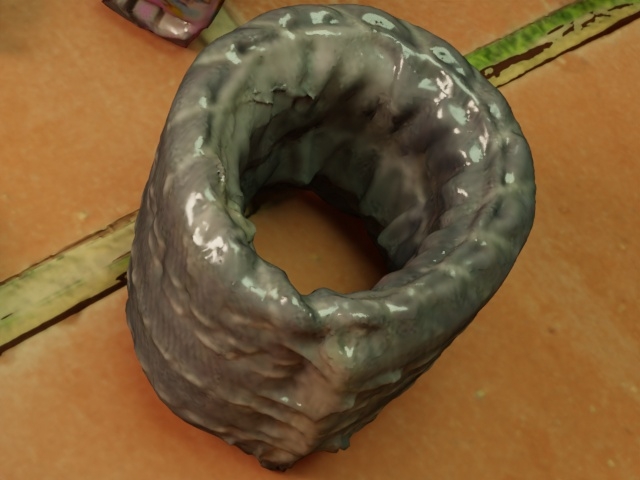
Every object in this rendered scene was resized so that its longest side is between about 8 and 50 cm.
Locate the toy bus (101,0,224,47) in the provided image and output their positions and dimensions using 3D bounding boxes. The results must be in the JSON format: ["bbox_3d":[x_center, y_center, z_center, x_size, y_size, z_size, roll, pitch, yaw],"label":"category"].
[{"bbox_3d":[-0.055,-0.255,1.086,0.090,0.112,0.274,29,53,-3],"label":"toy bus"}]

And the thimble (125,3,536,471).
[{"bbox_3d":[0.000,0.000,0.912,0.205,0.172,0.236,18,52,-7],"label":"thimble"}]
